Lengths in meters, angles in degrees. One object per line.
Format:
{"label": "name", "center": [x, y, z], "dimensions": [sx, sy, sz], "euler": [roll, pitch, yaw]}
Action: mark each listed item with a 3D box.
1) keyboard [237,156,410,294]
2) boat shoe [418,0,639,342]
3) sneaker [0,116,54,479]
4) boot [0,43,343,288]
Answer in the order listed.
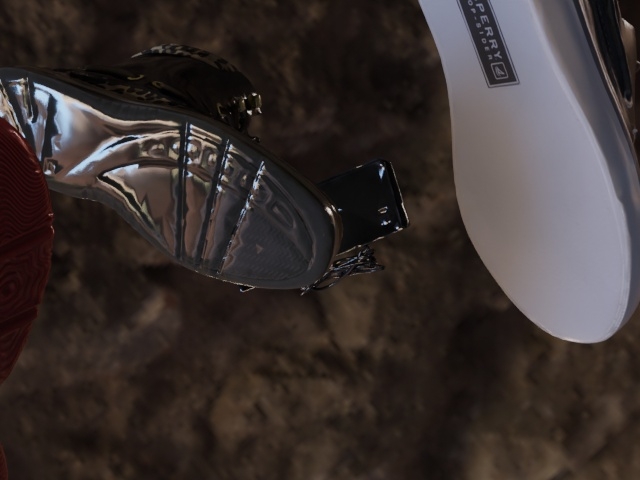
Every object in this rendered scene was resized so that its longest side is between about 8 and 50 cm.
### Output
{"label": "keyboard", "center": [0.000, 0.000, 1.543], "dimensions": [0.192, 0.100, 0.038], "euler": [-21, -15, 28]}
{"label": "boat shoe", "center": [0.087, -0.072, 0.634], "dimensions": [0.076, 0.080, 0.228], "euler": [-38, -65, -37]}
{"label": "sneaker", "center": [-0.174, 0.024, 0.603], "dimensions": [0.087, 0.128, 0.221], "euler": [-28, -35, -46]}
{"label": "boot", "center": [-0.065, -0.057, 0.996], "dimensions": [0.178, 0.236, 0.085], "euler": [-28, -43, -61]}
